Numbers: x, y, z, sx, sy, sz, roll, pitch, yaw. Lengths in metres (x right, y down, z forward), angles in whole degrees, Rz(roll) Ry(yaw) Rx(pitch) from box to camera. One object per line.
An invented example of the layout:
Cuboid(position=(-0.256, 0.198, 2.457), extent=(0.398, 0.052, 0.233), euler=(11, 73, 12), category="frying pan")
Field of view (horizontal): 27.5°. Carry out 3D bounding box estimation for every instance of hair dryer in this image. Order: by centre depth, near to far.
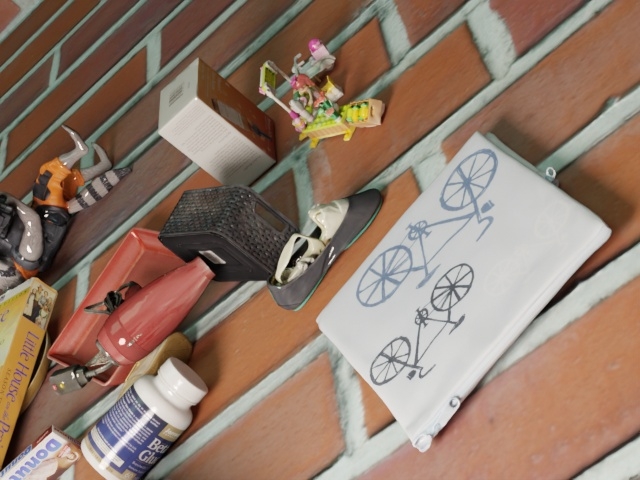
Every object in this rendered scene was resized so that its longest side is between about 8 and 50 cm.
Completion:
Cuboid(position=(-0.271, 0.093, 1.882), extent=(0.294, 0.080, 0.223), euler=(-23, 34, 33), category="hair dryer")

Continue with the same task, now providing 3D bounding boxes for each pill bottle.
Cuboid(position=(-0.231, 0.239, 1.738), extent=(0.169, 0.094, 0.094), euler=(-48, 29, 5), category="pill bottle")

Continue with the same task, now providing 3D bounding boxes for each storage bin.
Cuboid(position=(-0.133, -0.008, 1.859), extent=(0.180, 0.122, 0.084), euler=(-4, 52, 53), category="storage bin")

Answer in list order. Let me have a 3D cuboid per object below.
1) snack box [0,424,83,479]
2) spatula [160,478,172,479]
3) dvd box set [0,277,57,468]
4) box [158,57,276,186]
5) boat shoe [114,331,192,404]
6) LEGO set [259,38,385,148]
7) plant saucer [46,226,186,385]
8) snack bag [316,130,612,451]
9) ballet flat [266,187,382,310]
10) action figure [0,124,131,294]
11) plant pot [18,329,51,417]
Cuboid(position=(-0.429, 0.346, 1.925), extent=(0.178, 0.064, 0.022), euler=(-42, 28, 15), category="snack box")
Cuboid(position=(-0.316, 0.384, 1.725), extent=(0.296, 0.030, 0.084), euler=(-25, 38, 28), category="spatula")
Cuboid(position=(-0.600, 0.285, 2.171), extent=(0.308, 0.062, 0.420), euler=(-27, 37, 34), category="dvd box set")
Cuboid(position=(-0.162, -0.179, 2.050), extent=(0.091, 0.170, 0.130), euler=(-40, 30, 22), category="box")
Cuboid(position=(-0.245, 0.204, 1.842), extent=(0.059, 0.063, 0.170), euler=(-8, 40, 54), category="boat shoe")
Cuboid(position=(-0.015, -0.221, 1.957), extent=(0.132, 0.107, 0.287), euler=(-47, 29, 7), category="LEGO set")
Cuboid(position=(-0.297, 0.106, 2.038), extent=(0.259, 0.048, 0.258), euler=(11, 65, 57), category="plant saucer")
Cuboid(position=(0.157, 0.042, 1.483), extent=(0.323, 0.037, 0.342), euler=(-49, 28, 3), category="snack bag")
Cuboid(position=(0.000, 0.000, 1.719), extent=(0.203, 0.074, 0.074), euler=(-52, 29, -3), category="ballet flat")
Cuboid(position=(-0.512, -0.045, 2.396), extent=(0.330, 0.179, 0.341), euler=(-57, 4, -1), category="action figure")
Cuboid(position=(-0.533, 0.245, 2.221), extent=(0.236, 0.032, 0.236), euler=(-35, 33, 26), category="plant pot")
